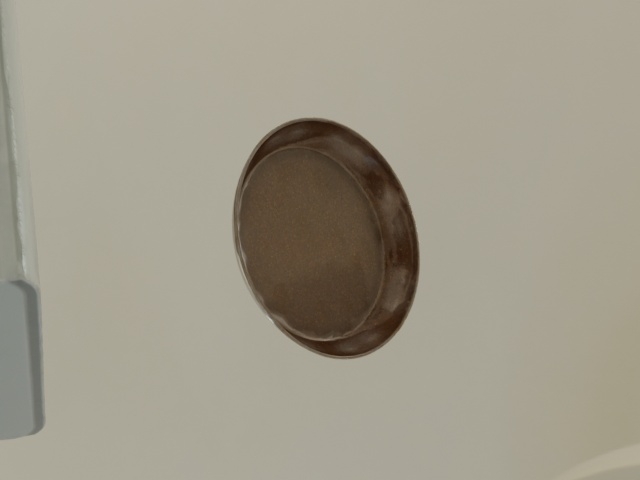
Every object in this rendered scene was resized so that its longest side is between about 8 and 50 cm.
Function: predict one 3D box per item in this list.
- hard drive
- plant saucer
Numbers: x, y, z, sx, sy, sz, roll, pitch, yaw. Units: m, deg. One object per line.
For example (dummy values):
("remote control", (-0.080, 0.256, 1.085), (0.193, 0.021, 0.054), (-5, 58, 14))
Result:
("hard drive", (-0.163, -0.107, 0.705), (0.233, 0.047, 0.353), (113, -29, -67))
("plant saucer", (0.000, 0.000, 1.051), (0.029, 0.168, 0.168), (-17, -102, 47))
